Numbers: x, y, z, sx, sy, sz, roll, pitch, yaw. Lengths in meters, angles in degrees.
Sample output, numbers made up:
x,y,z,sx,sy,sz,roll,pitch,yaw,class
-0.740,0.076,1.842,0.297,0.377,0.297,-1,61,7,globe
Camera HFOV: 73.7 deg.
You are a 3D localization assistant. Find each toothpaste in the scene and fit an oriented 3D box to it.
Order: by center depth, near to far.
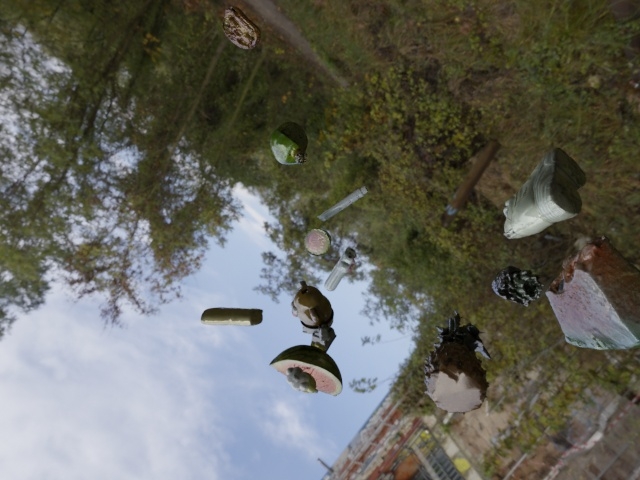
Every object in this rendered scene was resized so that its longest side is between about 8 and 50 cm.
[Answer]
x,y,z,sx,sy,sz,roll,pitch,yaw,class
0.084,-0.136,1.602,0.052,0.218,0.033,28,-145,-52,toothpaste

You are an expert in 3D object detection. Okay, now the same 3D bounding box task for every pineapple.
x,y,z,sx,sy,sz,roll,pitch,yaw,class
0.370,0.297,1.151,0.165,0.165,0.364,35,-154,6,pineapple

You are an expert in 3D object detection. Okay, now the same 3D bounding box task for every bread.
x,y,z,sx,sy,sz,roll,pitch,yaw,class
-0.295,0.256,1.442,0.178,0.060,0.139,0,173,9,bread

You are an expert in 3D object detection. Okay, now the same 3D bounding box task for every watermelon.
x,y,z,sx,sy,sz,roll,pitch,yaw,class
0.669,0.165,1.005,0.302,0.151,0.264,46,173,13,watermelon
-0.028,0.479,1.676,0.303,0.159,0.128,27,-140,-10,watermelon

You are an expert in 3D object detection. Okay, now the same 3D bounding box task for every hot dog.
x,y,z,sx,sy,sz,roll,pitch,yaw,class
-0.267,-0.710,1.423,0.147,0.099,0.065,45,-138,-5,hot dog

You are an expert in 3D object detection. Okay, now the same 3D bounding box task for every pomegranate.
x,y,z,sx,sy,sz,roll,pitch,yaw,class
-0.108,-0.318,1.480,0.143,0.122,0.169,34,-144,-53,pomegranate

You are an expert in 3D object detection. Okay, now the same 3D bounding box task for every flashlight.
x,y,z,sx,sy,sz,roll,pitch,yaw,class
0.064,0.101,1.387,0.047,0.200,0.093,26,-134,-3,flashlight

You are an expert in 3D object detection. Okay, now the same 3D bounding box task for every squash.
x,y,z,sx,sy,sz,roll,pitch,yaw,class
0.008,-0.004,1.603,0.105,0.105,0.132,36,-160,11,squash

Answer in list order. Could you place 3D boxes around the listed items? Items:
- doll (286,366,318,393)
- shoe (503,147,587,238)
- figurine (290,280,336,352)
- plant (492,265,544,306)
x,y,z,sx,sy,sz,roll,pitch,yaw,class
-0.059,0.446,1.359,0.106,0.062,0.162,35,167,26,doll
0.612,-0.128,1.207,0.132,0.210,0.342,45,-134,-3,shoe
-0.028,0.312,1.808,0.342,0.167,0.285,32,145,41,figurine
0.719,0.166,1.571,0.132,0.129,0.194,17,177,0,plant
